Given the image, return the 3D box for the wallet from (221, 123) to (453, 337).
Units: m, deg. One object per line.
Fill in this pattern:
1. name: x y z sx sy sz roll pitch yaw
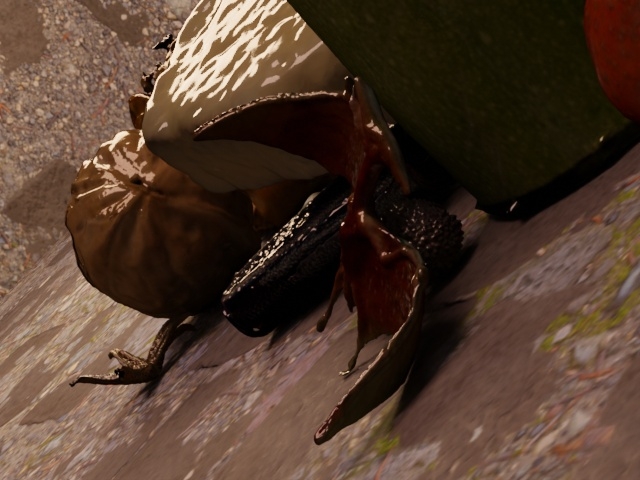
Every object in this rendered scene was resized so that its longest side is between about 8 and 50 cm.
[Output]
1. wallet: 0.030 -0.031 1.722 0.221 0.071 0.262 -44 6 23

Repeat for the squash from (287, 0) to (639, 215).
1. squash: 0.092 -0.234 1.419 0.263 0.384 0.263 -41 9 8

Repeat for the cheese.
1. cheese: -0.013 -0.169 1.686 0.326 0.115 0.318 -44 28 13

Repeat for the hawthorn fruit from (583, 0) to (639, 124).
1. hawthorn fruit: 0.225 -0.125 1.131 0.157 0.157 0.194 -51 7 -36

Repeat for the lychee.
1. lychee: 0.070 0.003 1.432 0.083 0.068 0.067 -114 31 -76

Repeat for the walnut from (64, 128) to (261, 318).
1. walnut: -0.157 -0.018 1.960 0.198 0.198 0.245 -44 -21 -6

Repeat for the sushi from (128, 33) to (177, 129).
1. sushi: -0.119 -0.147 2.274 0.204 0.200 0.213 -47 -18 -19

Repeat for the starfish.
1. starfish: -0.181 0.125 1.898 0.133 0.041 0.130 -30 8 10

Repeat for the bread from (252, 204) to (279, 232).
1. bread: -0.067 -0.032 2.091 0.052 0.044 0.157 -52 12 -13

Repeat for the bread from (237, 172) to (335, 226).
1. bread: -0.049 -0.137 1.989 0.109 0.185 0.380 -40 7 15

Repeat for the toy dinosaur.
1. toy dinosaur: 0.000 0.011 1.359 0.206 0.113 0.327 116 149 -59
